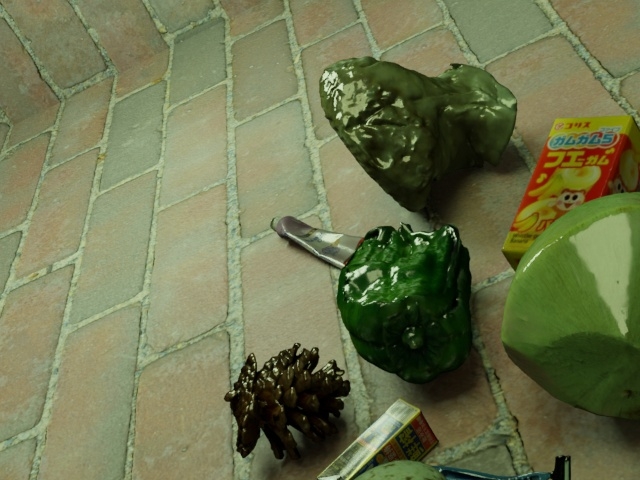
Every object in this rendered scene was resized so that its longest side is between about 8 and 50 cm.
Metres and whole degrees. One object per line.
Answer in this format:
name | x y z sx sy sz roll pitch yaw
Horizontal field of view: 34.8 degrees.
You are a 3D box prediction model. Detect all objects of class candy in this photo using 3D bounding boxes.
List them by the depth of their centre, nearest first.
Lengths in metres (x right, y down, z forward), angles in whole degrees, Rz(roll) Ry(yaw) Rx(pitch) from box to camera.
candy | 0.403 -0.066 1.602 0.146 0.088 0.276 3 55 43

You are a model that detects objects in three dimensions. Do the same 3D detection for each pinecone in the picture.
pinecone | -0.051 0.239 1.521 0.195 0.150 0.179 -25 31 8

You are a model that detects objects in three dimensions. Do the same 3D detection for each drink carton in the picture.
drink carton | 0.078 0.300 1.402 0.166 0.071 0.056 -40 29 -17

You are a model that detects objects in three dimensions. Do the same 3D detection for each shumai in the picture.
shumai | 0.182 -0.241 1.866 0.288 0.330 0.292 -39 -14 10

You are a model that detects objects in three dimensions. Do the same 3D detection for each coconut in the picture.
coconut | 0.379 0.084 1.268 0.329 0.281 0.328 4 14 -1

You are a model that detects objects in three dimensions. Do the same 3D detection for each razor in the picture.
razor | 0.206 0.312 1.311 0.253 0.042 0.081 -6 79 36

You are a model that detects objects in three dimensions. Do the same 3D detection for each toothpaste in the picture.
toothpaste | 0.000 0.000 1.933 0.075 0.048 0.301 -39 34 -23

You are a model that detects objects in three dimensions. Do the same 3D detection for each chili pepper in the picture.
chili pepper | 0.135 0.092 1.583 0.213 0.167 0.385 -10 21 4

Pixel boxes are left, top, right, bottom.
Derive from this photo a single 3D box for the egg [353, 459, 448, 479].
egg | 0.092 0.351 1.227 0.169 0.169 0.231 -13 16 26
